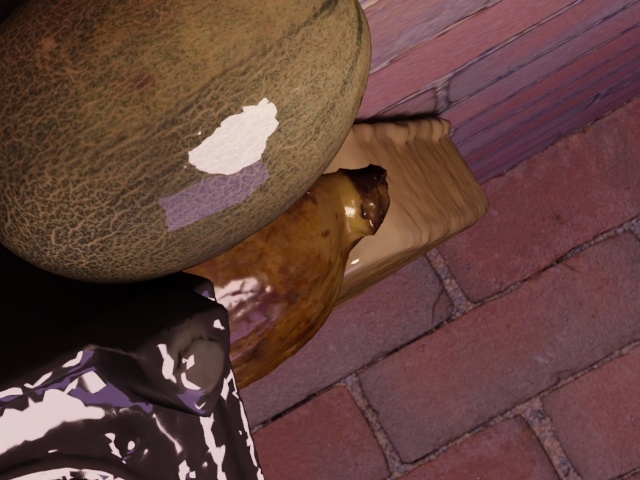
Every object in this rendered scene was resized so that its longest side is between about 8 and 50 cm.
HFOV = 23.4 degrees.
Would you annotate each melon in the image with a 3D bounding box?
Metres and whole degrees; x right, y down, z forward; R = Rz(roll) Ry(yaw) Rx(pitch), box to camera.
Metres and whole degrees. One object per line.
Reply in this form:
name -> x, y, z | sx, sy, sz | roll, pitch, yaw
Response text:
melon -> -0.047, -0.041, 0.461 | 0.130, 0.098, 0.098 | -28, 176, 7

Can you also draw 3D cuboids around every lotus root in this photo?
lotus root -> -0.070, 0.026, 0.936 | 0.260, 0.128, 0.145 | -30, 167, -10

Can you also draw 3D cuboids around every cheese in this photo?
cheese -> -0.001, 0.001, 1.260 | 0.384, 0.104, 0.384 | -30, 176, -2

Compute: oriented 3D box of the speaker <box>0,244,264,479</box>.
speaker -> -0.152, 0.119, 0.522 | 0.232, 0.184, 0.254 | -27, -157, -32
